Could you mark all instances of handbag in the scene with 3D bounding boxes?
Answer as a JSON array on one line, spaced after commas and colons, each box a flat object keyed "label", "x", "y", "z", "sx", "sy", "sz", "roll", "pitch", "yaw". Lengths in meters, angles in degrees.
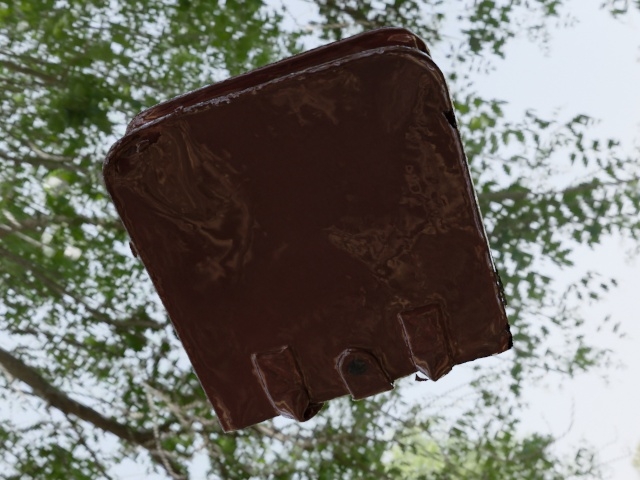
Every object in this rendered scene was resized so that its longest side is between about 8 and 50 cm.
[{"label": "handbag", "x": 0.000, "y": 0.000, "z": 0.638, "sx": 0.084, "sy": 0.260, "sz": 0.276, "roll": -95, "pitch": -13, "yaw": -67}]
